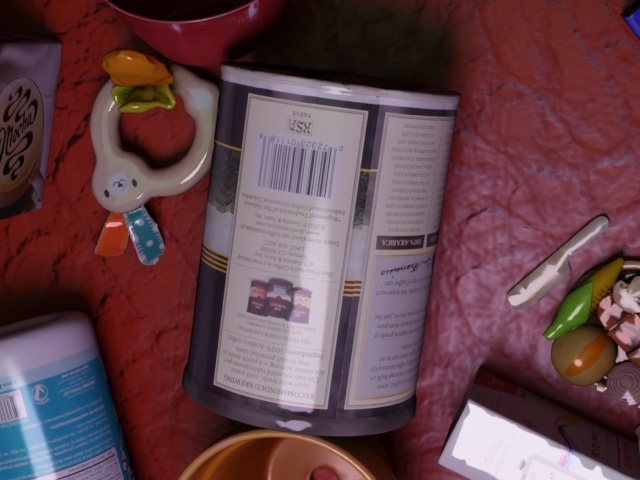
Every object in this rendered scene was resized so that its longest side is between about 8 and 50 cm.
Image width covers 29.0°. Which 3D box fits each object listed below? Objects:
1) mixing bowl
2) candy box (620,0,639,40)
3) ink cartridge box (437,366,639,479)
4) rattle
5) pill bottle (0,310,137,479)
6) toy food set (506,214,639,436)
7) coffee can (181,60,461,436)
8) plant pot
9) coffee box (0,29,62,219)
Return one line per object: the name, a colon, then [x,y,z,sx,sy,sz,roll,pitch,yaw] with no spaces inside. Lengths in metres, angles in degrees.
mixing bowl: [-0.098,-0.216,1.060,0.181,0.098,0.181,-4,53,6]
candy box: [0.440,-0.175,0.951,0.317,0.122,0.268,-39,90,14]
ink cartridge box: [0.208,0.191,1.062,0.198,0.115,0.067,26,103,7]
rattle: [-0.167,-0.064,1.101,0.130,0.143,0.200,26,98,-11]
pill bottle: [-0.252,0.208,1.153,0.146,0.146,0.264,-13,96,14]
toy food set: [0.265,0.083,1.071,0.192,0.038,0.132,46,105,3]
coffee can: [0.000,0.000,1.036,0.201,0.201,0.275,10,100,11]
plant pot: [-0.013,0.238,1.081,0.205,0.188,0.205,2,98,12]
coffee box: [-0.341,-0.097,1.048,0.119,0.297,0.168,12,100,11]
